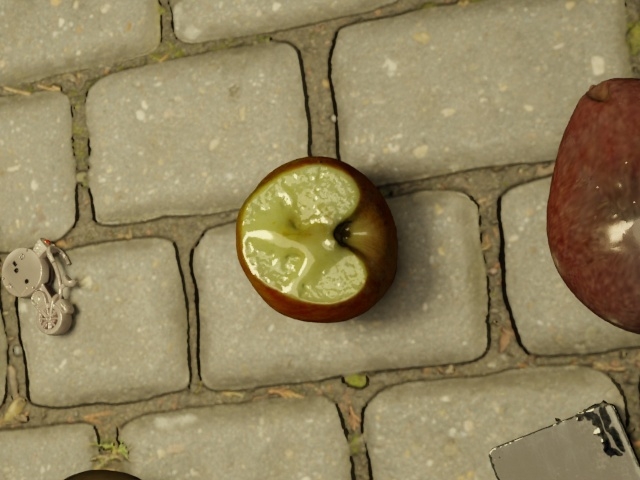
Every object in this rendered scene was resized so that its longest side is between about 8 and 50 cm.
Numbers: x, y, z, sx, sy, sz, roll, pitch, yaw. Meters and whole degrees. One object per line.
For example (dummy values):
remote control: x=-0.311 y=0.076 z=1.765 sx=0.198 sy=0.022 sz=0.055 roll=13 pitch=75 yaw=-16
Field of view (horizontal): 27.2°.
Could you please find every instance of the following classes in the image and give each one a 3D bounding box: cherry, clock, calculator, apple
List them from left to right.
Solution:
clock: x=-0.356 y=0.060 z=1.710 sx=0.087 sy=0.041 sz=0.129 roll=-41 pitch=69 yaw=14
apple: x=0.000 y=0.000 z=1.532 sx=0.173 sy=0.160 sz=0.195 roll=-12 pitch=82 yaw=21
calculator: x=0.301 y=0.323 z=1.470 sx=0.161 sy=0.021 sz=0.262 roll=-23 pitch=77 yaw=16
cherry: x=0.359 y=-0.037 z=1.389 sx=0.261 sy=0.221 sz=0.307 roll=-30 pitch=63 yaw=5

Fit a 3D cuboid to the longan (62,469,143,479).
longan: x=-0.275 y=0.372 z=1.573 sx=0.220 sy=0.196 sz=0.197 roll=-25 pitch=77 yaw=7
